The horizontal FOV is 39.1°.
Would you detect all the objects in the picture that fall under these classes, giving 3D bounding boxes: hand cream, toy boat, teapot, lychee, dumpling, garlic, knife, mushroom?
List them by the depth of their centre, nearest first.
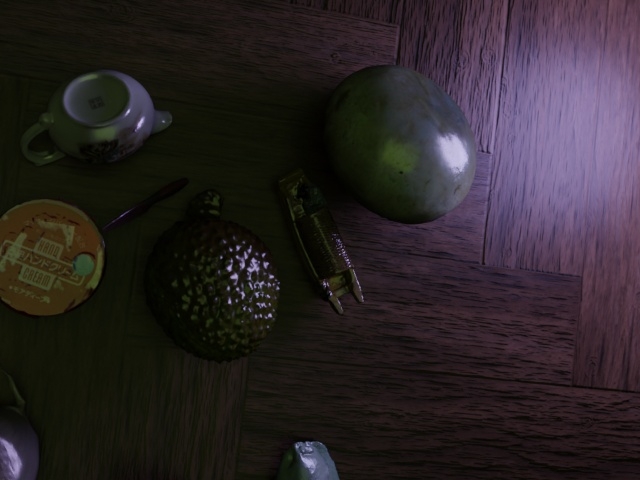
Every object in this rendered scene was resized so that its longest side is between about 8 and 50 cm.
[{"bbox_3d":[-0.665,0.426,1.641,0.246,0.231,0.340,52,37,-9],"label":"garlic"},{"bbox_3d":[-0.516,0.033,1.707,0.230,0.149,0.230,0,89,-13],"label":"hand cream"},{"bbox_3d":[-0.209,0.079,1.731,0.270,0.270,0.320,-39,57,-13],"label":"lychee"},{"bbox_3d":[-0.436,-0.231,1.747,0.298,0.139,0.204,-15,65,-12],"label":"teapot"},{"bbox_3d":[-0.341,-0.069,1.761,0.018,0.035,0.247,39,43,13],"label":"knife"},{"bbox_3d":[0.152,-0.191,1.816,0.352,0.260,0.352,28,42,-29],"label":"mushroom"},{"bbox_3d":[-0.024,0.519,1.836,0.149,0.105,0.216,15,80,-7],"label":"dumpling"},{"bbox_3d":[0.000,0.000,1.859,0.089,0.115,0.310,-22,93,-15],"label":"toy boat"}]
